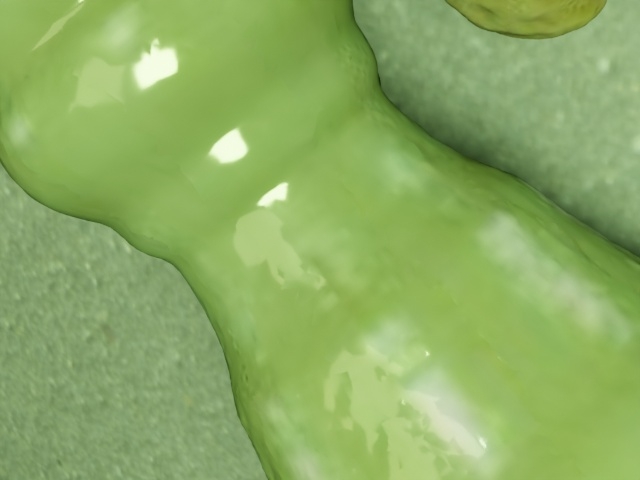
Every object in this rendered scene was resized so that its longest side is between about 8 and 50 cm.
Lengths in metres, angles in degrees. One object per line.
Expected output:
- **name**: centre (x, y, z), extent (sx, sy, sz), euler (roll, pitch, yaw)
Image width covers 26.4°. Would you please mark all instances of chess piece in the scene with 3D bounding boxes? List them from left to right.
- **chess piece**: centre (0.000, 0.000, 0.601), extent (0.442, 0.234, 0.234), euler (49, 133, -6)

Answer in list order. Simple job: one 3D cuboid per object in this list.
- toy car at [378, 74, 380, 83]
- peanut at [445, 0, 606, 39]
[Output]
- **toy car**: centre (-0.007, -0.021, 0.739), extent (0.103, 0.063, 0.216), euler (-4, 111, 38)
- **peanut**: centre (0.051, -0.192, 0.570), extent (0.236, 0.120, 0.110), euler (63, 173, -12)
